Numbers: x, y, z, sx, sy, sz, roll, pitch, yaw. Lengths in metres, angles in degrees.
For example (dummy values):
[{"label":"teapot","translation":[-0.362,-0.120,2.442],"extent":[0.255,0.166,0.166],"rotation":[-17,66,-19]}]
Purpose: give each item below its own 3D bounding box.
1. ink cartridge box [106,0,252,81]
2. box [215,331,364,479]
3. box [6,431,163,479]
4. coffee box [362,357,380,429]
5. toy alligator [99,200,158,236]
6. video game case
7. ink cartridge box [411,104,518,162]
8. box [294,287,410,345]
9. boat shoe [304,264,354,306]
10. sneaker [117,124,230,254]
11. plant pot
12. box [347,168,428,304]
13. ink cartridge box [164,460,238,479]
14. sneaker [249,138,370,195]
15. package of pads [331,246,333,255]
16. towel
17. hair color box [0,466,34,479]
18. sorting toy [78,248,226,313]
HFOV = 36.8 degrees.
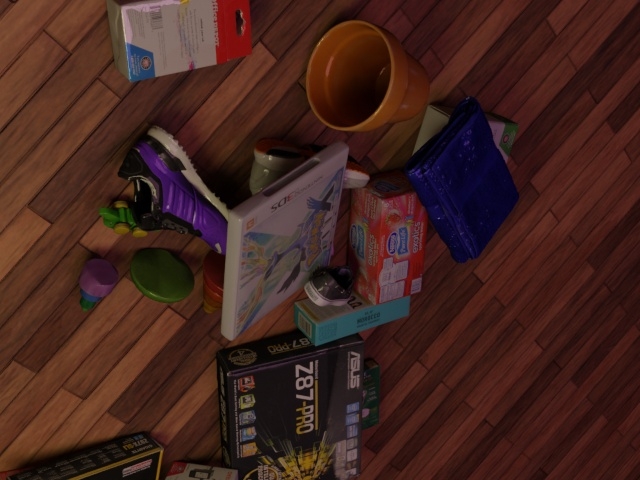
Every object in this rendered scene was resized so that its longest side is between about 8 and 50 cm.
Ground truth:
[{"label":"ink cartridge box","translation":[-0.238,-0.366,1.642],"extent":[0.231,0.078,0.134],"rotation":[-17,124,-25]},{"label":"box","translation":[-0.066,0.395,2.151],"extent":[0.318,0.097,0.395],"rotation":[-11,120,-22]},{"label":"box","translation":[-0.485,0.552,1.948],"extent":[0.322,0.079,0.257],"rotation":[-10,123,-45]},{"label":"coffee box","translation":[0.087,0.377,2.297],"extent":[0.113,0.040,0.184],"rotation":[-17,124,-24]},{"label":"toy alligator","translation":[-0.338,-0.032,1.785],"extent":[0.189,0.056,0.051],"rotation":[11,153,-44]},{"label":"video game case","translation":[-0.069,0.002,1.827],"extent":[0.300,0.036,0.329],"rotation":[-37,150,-36]},{"label":"ink cartridge box","translation":[0.311,-0.204,2.092],"extent":[0.208,0.087,0.153],"rotation":[2,114,-36]},{"label":"box","translation":[0.070,0.151,2.122],"extent":[0.244,0.100,0.060],"rotation":[-15,124,-26]},{"label":"boat shoe","translation":[0.035,0.085,2.012],"extent":[0.076,0.080,0.228],"rotation":[-41,166,14]},{"label":"sneaker","translation":[-0.271,-0.058,1.763],"extent":[0.146,0.102,0.293],"rotation":[-48,124,-20]},{"label":"plant pot","translation":[0.109,-0.303,1.845],"extent":[0.188,0.205,0.205],"rotation":[3,114,-51]},{"label":"box","translation":[0.143,-0.008,2.065],"extent":[0.128,0.122,0.257],"rotation":[-15,122,-29]},{"label":"ink cartridge box","translation":[-0.258,0.540,2.068],"extent":[0.150,0.109,0.063],"rotation":[5,117,8]},{"label":"sneaker","translation":[-0.028,-0.123,1.919],"extent":[0.262,0.099,0.121],"rotation":[7,119,-28]},{"label":"package of pads","translation":[0.000,0.000,2.035],"extent":[0.050,0.032,0.083],"rotation":[-20,125,-25]},{"label":"towel","translation":[0.311,-0.117,2.010],"extent":[0.228,0.076,0.308],"rotation":[-48,133,-15]},{"label":"hair color box","translation":[-0.640,0.507,1.877],"extent":[0.167,0.053,0.093],"rotation":[-2,116,-32]},{"label":"sorting toy","translation":[-0.302,0.101,1.860],"extent":[0.365,0.127,0.126],"rotation":[1,137,-36]}]
